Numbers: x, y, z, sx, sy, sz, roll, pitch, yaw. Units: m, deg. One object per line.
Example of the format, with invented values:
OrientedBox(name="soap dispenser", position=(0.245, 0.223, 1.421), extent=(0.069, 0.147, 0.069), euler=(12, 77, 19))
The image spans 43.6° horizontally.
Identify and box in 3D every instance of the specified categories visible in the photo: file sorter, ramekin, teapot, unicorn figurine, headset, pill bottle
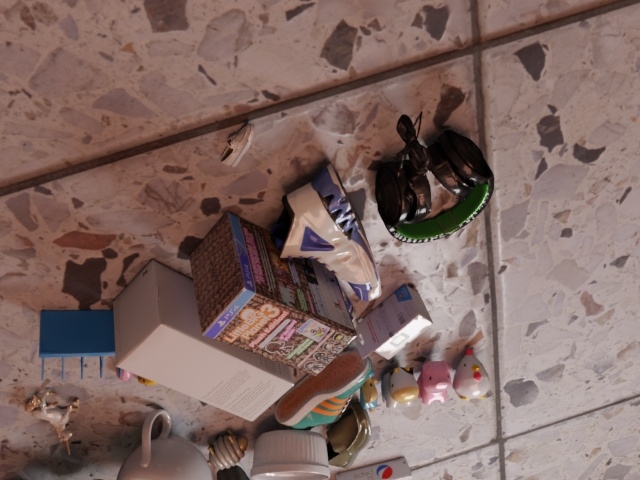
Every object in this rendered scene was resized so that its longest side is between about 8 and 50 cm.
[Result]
OrientedBox(name="file sorter", position=(-0.501, 0.224, 1.685), extent=(0.170, 0.118, 0.105), euler=(1, 133, -18))
OrientedBox(name="ramekin", position=(-0.077, 0.559, 2.067), extent=(0.207, 0.109, 0.207), euler=(0, 155, 0))
OrientedBox(name="teapot", position=(-0.372, 0.568, 1.978), extent=(0.252, 0.187, 0.256), euler=(31, 130, -12))
OrientedBox(name="unicorn figurine", position=(-0.611, 0.406, 1.853), extent=(0.162, 0.060, 0.111), euler=(38, 112, -21))
OrientedBox(name="headset", position=(0.223, -0.106, 1.580), extent=(0.243, 0.185, 0.394), euler=(-27, 143, 6))
OrientedBox(name="pill bottle", position=(0.042, 0.160, 1.830), extent=(0.067, 0.067, 0.120), euler=(-25, 132, 5))

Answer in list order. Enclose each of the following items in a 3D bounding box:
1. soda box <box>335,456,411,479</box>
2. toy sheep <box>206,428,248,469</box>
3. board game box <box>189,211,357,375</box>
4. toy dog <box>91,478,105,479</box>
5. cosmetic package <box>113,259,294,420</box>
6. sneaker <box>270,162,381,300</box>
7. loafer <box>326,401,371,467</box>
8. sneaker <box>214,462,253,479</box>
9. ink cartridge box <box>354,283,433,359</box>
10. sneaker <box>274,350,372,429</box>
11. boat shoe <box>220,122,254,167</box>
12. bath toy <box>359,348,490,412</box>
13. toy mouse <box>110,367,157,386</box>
OrientedBox(name="soda box", position=(0.156, 0.702, 2.331), extent=(0.216, 0.069, 0.074), euler=(-12, 132, -8))
OrientedBox(name="toy sheep", position=(-0.245, 0.544, 2.061), extent=(0.132, 0.091, 0.091), euler=(-28, 132, 0))
OrientedBox(name="board game box", position=(-0.099, 0.112, 1.635), extent=(0.291, 0.232, 0.141), euler=(27, 118, -33))
OrientedBox(name="toy dog", position=(-0.655, 0.741, 1.912), extent=(0.395, 0.407, 0.285), euler=(-29, 110, -30))
OrientedBox(name="cosmetic package", position=(-0.247, 0.218, 1.706), extent=(0.365, 0.197, 0.155), euler=(31, 116, -34))
OrientedBox(name="sneaker", position=(0.000, -0.001, 1.655), extent=(0.182, 0.127, 0.316), euler=(-22, 126, 7))
OrientedBox(name="loafer", position=(0.066, 0.529, 2.137), extent=(0.087, 0.094, 0.251), euler=(0, 130, -23))
OrientedBox(name="sneaker", position=(-0.197, 0.732, 2.194), extent=(0.104, 0.147, 0.296), euler=(-26, 133, 3))
OrientedBox(name="ink cartridge box", position=(0.167, 0.202, 1.881), extent=(0.180, 0.104, 0.060), euler=(-42, 130, 19))
OrientedBox(name="sneaker", position=(0.029, 0.379, 1.996), extent=(0.302, 0.108, 0.121), euler=(-37, 131, 26))
OrientedBox(name="boat shoe", position=(-0.158, -0.181, 1.500), extent=(0.035, 0.035, 0.100), euler=(14, 131, -30))
OrientedBox(name="bath toy", position=(0.270, 0.354, 2.037), extent=(0.347, 0.151, 0.129), euler=(-4, 95, -15))
OrientedBox(name="toy mouse", position=(-0.411, 0.287, 1.823), extent=(0.160, 0.031, 0.143), euler=(-16, 132, -3))
